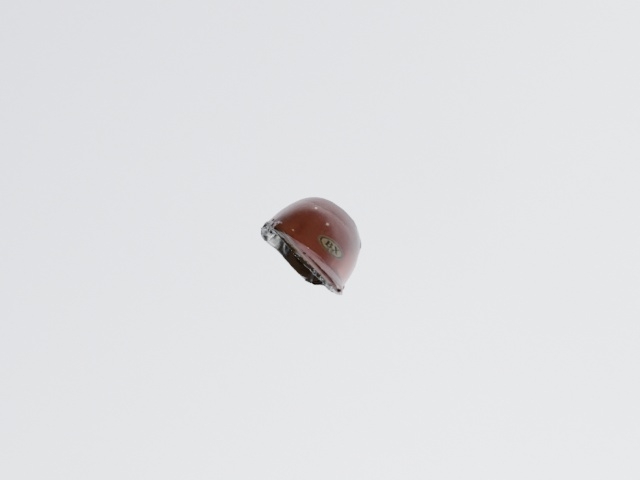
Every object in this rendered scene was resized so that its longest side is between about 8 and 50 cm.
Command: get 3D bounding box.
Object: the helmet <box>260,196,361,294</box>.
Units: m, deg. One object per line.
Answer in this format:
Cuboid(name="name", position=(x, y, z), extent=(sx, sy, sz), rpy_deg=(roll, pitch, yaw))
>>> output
Cuboid(name="helmet", position=(0.001, -0.001, 1.159), extent=(0.049, 0.065, 0.084), rpy_deg=(-46, -159, -7))
